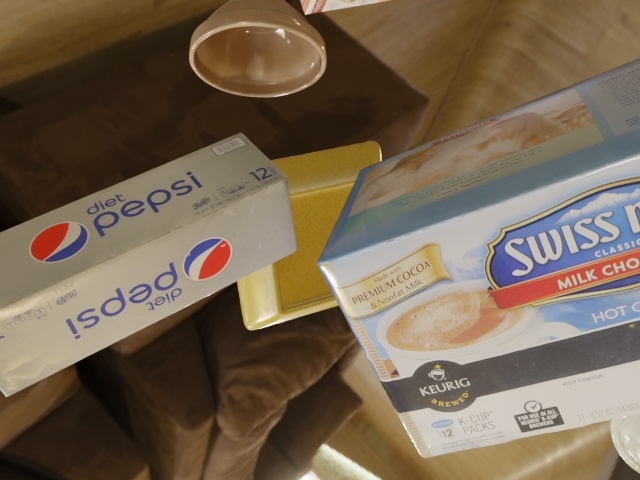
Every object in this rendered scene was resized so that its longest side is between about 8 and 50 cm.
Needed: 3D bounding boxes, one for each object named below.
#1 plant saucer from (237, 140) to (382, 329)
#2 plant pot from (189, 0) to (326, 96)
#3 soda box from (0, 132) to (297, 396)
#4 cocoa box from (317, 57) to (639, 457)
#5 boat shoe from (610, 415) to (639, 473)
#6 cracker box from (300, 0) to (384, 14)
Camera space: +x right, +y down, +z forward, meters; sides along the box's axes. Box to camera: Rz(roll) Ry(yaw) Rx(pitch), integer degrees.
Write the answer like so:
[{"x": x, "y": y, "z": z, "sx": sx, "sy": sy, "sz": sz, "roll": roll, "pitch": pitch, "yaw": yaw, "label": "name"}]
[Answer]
[{"x": 0.000, "y": 0.000, "z": 1.194, "sx": 0.333, "sy": 0.081, "sz": 0.332, "roll": -14, "pitch": 112, "yaw": -22, "label": "plant saucer"}, {"x": -0.109, "y": -0.357, "z": 1.085, "sx": 0.238, "sy": 0.109, "sz": 0.237, "roll": -1, "pitch": 165, "yaw": 0, "label": "plant pot"}, {"x": -0.166, "y": 0.013, "z": 0.546, "sx": 0.286, "sy": 0.091, "sz": 0.098, "roll": -28, "pitch": 139, "yaw": -20, "label": "soda box"}, {"x": 0.213, "y": 0.007, "z": 0.566, "sx": 0.347, "sy": 0.227, "sz": 0.231, "roll": -20, "pitch": -159, "yaw": 22, "label": "cocoa box"}, {"x": 0.410, "y": 0.152, "z": 0.516, "sx": 0.305, "sy": 0.109, "sz": 0.091, "roll": -20, "pitch": 174, "yaw": 40, "label": "boat shoe"}, {"x": 0.078, "y": -0.591, "z": 1.377, "sx": 0.232, "sy": 0.067, "sz": 0.156, "roll": -16, "pitch": 172, "yaw": -18, "label": "cracker box"}]
